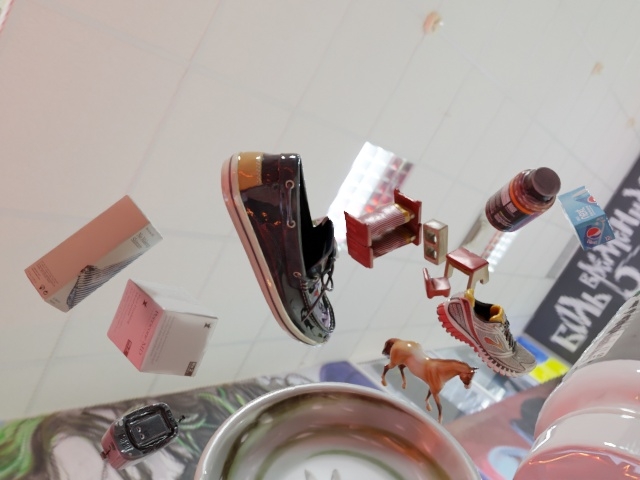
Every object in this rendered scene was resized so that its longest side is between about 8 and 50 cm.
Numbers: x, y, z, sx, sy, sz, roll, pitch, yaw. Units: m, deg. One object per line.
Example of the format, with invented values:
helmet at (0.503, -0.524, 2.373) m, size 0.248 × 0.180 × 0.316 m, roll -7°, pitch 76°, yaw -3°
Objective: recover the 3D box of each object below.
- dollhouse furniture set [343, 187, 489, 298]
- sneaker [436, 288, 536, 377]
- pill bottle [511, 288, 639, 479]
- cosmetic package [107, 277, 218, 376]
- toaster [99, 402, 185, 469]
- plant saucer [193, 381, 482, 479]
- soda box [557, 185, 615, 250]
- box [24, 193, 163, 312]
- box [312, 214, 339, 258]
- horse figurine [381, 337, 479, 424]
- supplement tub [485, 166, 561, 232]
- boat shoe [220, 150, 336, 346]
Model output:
dollhouse furniture set at (0.255, 0.014, 1.786) m, size 0.201 × 0.374 × 0.152 m, roll -25°, pitch -53°, yaw -27°
sneaker at (0.331, 0.178, 1.250) m, size 0.093 × 0.225 × 0.088 m, roll -46°, pitch 15°, yaw 30°
pill bottle at (0.333, 0.180, 0.627) m, size 0.361 × 0.204 × 0.204 m, roll -26°, pitch -40°, yaw -47°
cosmetic package at (-0.359, 0.196, 1.486) m, size 0.151 × 0.183 × 0.151 m, roll 17°, pitch -83°, yaw -44°
toaster at (-0.507, 0.551, 1.853) m, size 0.227 × 0.129 × 0.146 m, roll -17°, pitch -19°, yaw -46°
plant saucer at (0.027, 0.368, 0.896) m, size 0.400 × 0.400 × 0.101 m, roll -25°, pitch -45°, yaw -41°
soda box at (0.608, -0.056, 1.511) m, size 0.071 × 0.067 × 0.210 m, roll -24°, pitch 17°, yaw 18°
box at (-0.492, 0.029, 1.440) m, size 0.275 × 0.094 × 0.113 m, roll -39°, pitch -18°, yaw -9°
box at (0.000, 0.000, 1.942) m, size 0.087 × 0.101 × 0.102 m, roll -16°, pitch -30°, yaw -3°
horse figurine at (0.224, 0.299, 1.500) m, size 0.066 × 0.263 × 0.175 m, roll -17°, pitch -53°, yaw -37°
supplement tub at (0.459, -0.094, 1.478) m, size 0.106 × 0.106 × 0.198 m, roll -41°, pitch -5°, yaw -22°
boat shoe at (-0.039, 0.032, 1.292) m, size 0.155 × 0.187 × 0.500 m, roll -12°, pitch -51°, yaw 10°
